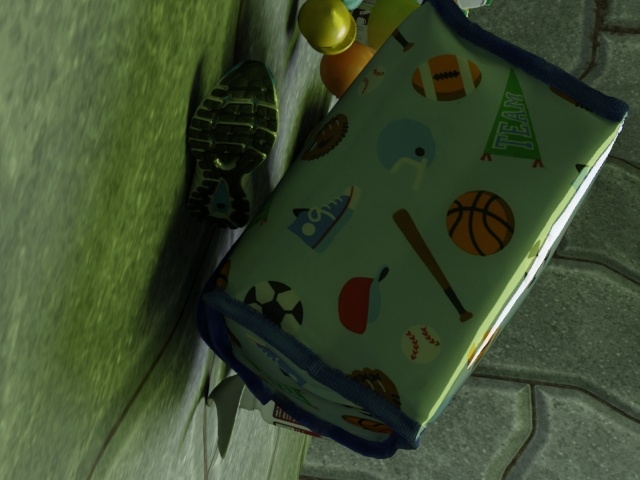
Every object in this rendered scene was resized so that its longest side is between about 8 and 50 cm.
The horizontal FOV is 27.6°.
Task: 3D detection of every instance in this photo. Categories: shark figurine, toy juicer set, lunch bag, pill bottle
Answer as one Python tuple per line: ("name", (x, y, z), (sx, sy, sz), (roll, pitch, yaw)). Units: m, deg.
("shark figurine", (0.015, 0.141, 1.391), (0.278, 0.116, 0.166), (-5, 131, -39))
("toy juicer set", (0.028, -0.291, 1.309), (0.209, 0.089, 0.329), (-48, 144, -35))
("lunch bag", (0.060, 0.010, 1.154), (0.328, 0.239, 0.385), (-53, 173, -11))
("pill bottle", (-0.024, 0.204, 1.679), (0.086, 0.152, 0.086), (15, 90, -85))

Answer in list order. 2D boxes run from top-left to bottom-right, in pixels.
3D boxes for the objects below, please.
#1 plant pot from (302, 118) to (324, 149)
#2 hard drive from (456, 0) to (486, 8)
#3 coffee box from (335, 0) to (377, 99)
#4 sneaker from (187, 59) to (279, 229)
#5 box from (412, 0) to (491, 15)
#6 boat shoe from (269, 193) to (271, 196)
("plant pot", (0.070, -0.075, 1.645), (0.254, 0.237, 0.237), (28, 77, -72))
("hard drive", (0.159, -0.455, 1.614), (0.307, 0.040, 0.203), (-100, -177, -49))
("coffee box", (0.100, -0.318, 1.781), (0.141, 0.098, 0.246), (93, 13, -67))
("sneaker", (-0.069, -0.082, 0.989), (0.162, 0.063, 0.073), (112, -12, -50))
("box", (0.134, -0.334, 1.658), (0.105, 0.179, 0.043), (-68, 171, -50))
("boat shoe", (0.006, 0.002, 1.464), (0.156, 0.136, 0.367), (55, -49, 40))
